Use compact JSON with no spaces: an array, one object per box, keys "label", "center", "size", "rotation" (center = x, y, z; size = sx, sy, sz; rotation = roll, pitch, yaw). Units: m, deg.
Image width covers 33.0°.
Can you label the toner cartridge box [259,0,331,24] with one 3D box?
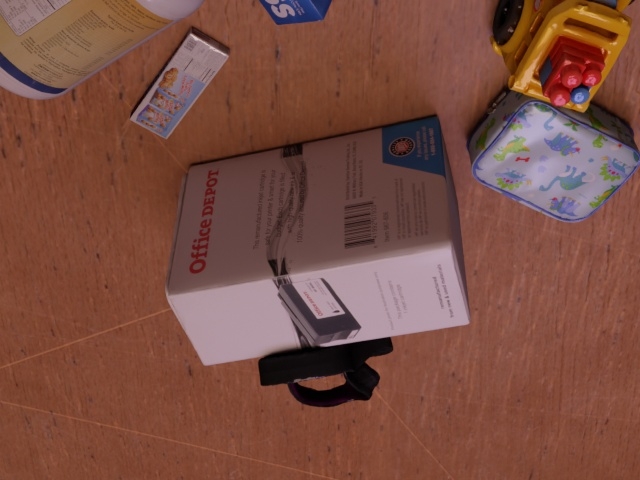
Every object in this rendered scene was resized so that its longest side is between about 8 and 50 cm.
[{"label":"toner cartridge box","center":[-0.079,-0.419,1.213],"size":[0.075,0.165,0.348],"rotation":[1,150,34]}]

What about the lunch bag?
[{"label":"lunch bag","center":[0.333,-0.128,1.566],"size":[0.219,0.090,0.176],"rotation":[23,128,-18]}]

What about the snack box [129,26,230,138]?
[{"label":"snack box","center":[-0.202,-0.221,1.539],"size":[0.064,0.022,0.178],"rotation":[27,127,-23]}]

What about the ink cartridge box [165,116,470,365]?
[{"label":"ink cartridge box","center":[0.000,0.000,1.558],"size":[0.395,0.285,0.166],"rotation":[-10,131,11]}]

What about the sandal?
[{"label":"sandal","center":[0.009,0.215,1.704],"size":[0.167,0.107,0.446],"rotation":[-11,176,16]}]

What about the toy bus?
[{"label":"toy bus","center":[0.321,-0.270,1.358],"size":[0.149,0.211,0.220],"rotation":[17,129,-11]}]

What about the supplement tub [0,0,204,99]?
[{"label":"supplement tub","center":[-0.276,-0.334,1.301],"size":[0.316,0.228,0.228],"rotation":[-27,126,23]}]
